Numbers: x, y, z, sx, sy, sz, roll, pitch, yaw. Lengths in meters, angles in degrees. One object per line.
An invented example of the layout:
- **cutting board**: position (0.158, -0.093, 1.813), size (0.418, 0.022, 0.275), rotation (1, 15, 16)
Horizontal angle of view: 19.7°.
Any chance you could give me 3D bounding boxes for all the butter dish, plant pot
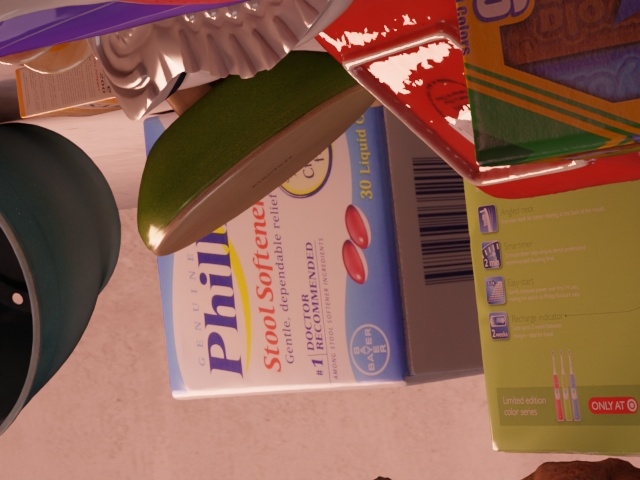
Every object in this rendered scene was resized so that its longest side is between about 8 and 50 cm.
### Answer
- **butter dish**: position (0.100, -0.108, 0.933), size (0.160, 0.118, 0.160), rotation (41, 158, -19)
- **plant pot**: position (-0.296, 0.014, 1.512), size (0.271, 0.272, 0.255), rotation (-7, -166, 21)

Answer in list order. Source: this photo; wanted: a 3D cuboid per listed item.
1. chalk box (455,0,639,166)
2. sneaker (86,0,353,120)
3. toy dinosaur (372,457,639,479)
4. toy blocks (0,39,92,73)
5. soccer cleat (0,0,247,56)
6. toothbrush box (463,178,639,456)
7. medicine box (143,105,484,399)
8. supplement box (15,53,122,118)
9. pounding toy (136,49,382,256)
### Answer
- **chalk box**: position (0.171, -0.106, 0.688), size (0.213, 0.132, 0.132), rotation (-7, 179, 33)
- **sneaker**: position (-0.029, -0.116, 0.771), size (0.094, 0.090, 0.235), rotation (-25, -173, -24)
- **toy dinosaur**: position (0.186, 0.171, 1.095), size (0.295, 0.127, 0.200), rotation (10, -140, 14)
- **toy blocks**: position (-0.181, -0.103, 0.840), size (0.123, 0.054, 0.148), rotation (-7, 179, 14)
- **soccer cleat**: position (-0.098, -0.097, 0.535), size (0.318, 0.109, 0.116), rotation (-9, -178, 20)
- **toothbrush box**: position (0.193, -0.025, 1.048), size (0.122, 0.283, 0.206), rotation (-7, 179, -38)
- **medicine box**: position (0.000, 0.000, 1.634), size (0.289, 0.264, 0.149), rotation (-8, 177, 41)
- **supplement box**: position (-0.150, -0.106, 1.240), size (0.098, 0.036, 0.062), rotation (-8, 179, 42)
- **pounding toy**: position (-0.044, -0.101, 1.185), size (0.237, 0.110, 0.183), rotation (-36, 175, -16)
